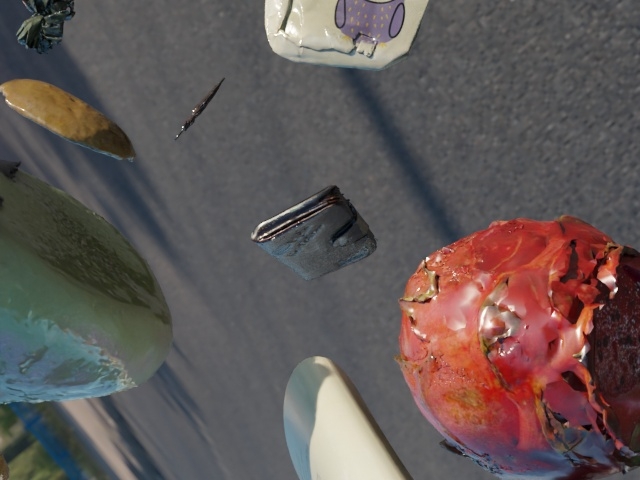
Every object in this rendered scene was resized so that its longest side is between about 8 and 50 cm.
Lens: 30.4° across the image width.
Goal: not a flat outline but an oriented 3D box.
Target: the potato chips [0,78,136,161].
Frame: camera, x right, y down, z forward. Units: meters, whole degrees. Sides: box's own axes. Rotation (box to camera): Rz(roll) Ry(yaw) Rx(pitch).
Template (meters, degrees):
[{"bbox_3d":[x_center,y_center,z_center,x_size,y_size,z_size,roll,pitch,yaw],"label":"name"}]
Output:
[{"bbox_3d":[-0.342,-0.173,1.614,0.202,0.049,0.150,28,-172,8],"label":"potato chips"}]

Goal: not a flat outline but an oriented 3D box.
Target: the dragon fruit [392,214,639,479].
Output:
[{"bbox_3d":[0.231,0.110,1.239,0.302,0.295,0.295,21,148,38],"label":"dragon fruit"}]

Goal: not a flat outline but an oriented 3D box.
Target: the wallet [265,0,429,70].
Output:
[{"bbox_3d":[0.042,-0.443,2.129,0.335,0.274,0.068,7,169,11],"label":"wallet"}]

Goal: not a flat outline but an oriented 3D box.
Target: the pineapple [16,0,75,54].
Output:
[{"bbox_3d":[-0.323,-0.305,1.443,0.074,0.159,0.074,23,-176,-2],"label":"pineapple"}]

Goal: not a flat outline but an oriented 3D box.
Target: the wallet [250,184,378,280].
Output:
[{"bbox_3d":[0.000,0.000,1.493,0.031,0.122,0.232,67,-171,21],"label":"wallet"}]

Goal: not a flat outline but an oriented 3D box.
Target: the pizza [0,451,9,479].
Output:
[{"bbox_3d":[-0.399,0.234,1.284,0.131,0.041,0.178,28,151,-2],"label":"pizza"}]

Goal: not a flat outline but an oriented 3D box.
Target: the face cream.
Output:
[{"bbox_3d":[0.051,0.238,0.953,0.348,0.081,0.173,-127,22,-64],"label":"face cream"}]

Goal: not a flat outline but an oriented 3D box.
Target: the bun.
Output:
[{"bbox_3d":[-0.291,0.061,1.125,0.293,0.187,0.293,40,-168,-10],"label":"bun"}]

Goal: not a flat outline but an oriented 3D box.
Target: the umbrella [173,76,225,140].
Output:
[{"bbox_3d":[-0.169,-0.182,1.635,0.013,0.122,0.022,39,155,-8],"label":"umbrella"}]
